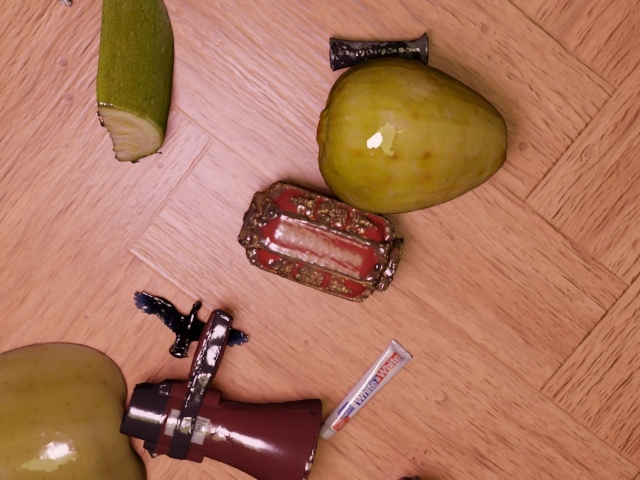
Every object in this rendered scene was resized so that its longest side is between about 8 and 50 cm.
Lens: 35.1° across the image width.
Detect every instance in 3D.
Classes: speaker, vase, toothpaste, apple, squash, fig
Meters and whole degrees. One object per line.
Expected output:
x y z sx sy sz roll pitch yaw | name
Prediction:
-0.153 0.289 1.720 0.329 0.198 0.259 22 118 -10 | speaker
0.099 -0.319 1.708 0.167 0.059 0.059 -4 100 -1 | vase
0.076 0.274 1.831 0.052 0.033 0.218 42 92 -12 | toothpaste
-0.508 0.385 1.810 0.360 0.312 0.320 -12 56 0 | apple
-0.304 -0.304 1.718 0.111 0.203 0.289 -1 65 1 | squash
0.152 -0.163 1.646 0.326 0.258 0.258 6 101 -19 | fig

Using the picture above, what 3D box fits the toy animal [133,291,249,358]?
-0.237 0.158 1.795 0.220 0.062 0.108 19 82 -3 | toy animal

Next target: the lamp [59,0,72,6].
-0.382 -0.475 1.674 0.056 0.050 0.198 40 97 -8 | lamp

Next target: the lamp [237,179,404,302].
0.000 0.000 1.712 0.274 0.177 0.177 17 99 -4 | lamp

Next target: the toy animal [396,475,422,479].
0.264 0.556 1.804 0.344 0.194 0.303 -1 106 -7 | toy animal
